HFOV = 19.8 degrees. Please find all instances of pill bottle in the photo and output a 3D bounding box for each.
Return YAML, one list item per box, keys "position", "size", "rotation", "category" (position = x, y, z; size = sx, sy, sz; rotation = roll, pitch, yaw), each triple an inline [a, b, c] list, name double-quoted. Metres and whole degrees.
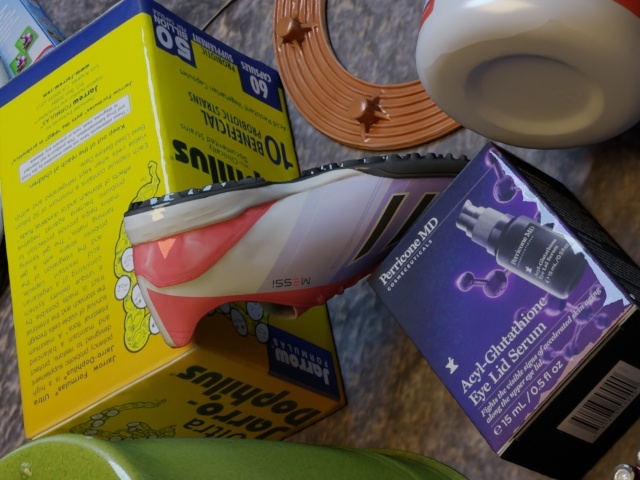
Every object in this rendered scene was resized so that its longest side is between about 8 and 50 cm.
- position: [0.183, -0.243, 1.406]
  size: [0.181, 0.181, 0.323]
  rotation: [-12, 53, 37]
  category: "pill bottle"

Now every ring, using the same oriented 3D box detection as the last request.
- position: [0.082, -0.242, 1.622]
  size: [0.336, 0.032, 0.337]
  rotation: [-18, 61, 36]
  category: "ring"

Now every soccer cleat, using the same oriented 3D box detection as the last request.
- position: [0.000, 0.000, 1.442]
  size: [0.108, 0.318, 0.116]
  rotation: [-9, 92, 61]
  category: "soccer cleat"

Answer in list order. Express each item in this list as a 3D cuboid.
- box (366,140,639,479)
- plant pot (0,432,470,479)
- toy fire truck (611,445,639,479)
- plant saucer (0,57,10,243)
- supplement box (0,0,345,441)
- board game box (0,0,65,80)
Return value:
- position: [0.158, 0.053, 1.379]
  size: [0.153, 0.108, 0.207]
  rotation: [-50, 48, 14]
  category: "box"
- position: [-0.084, 0.293, 1.319]
  size: [0.366, 0.353, 0.366]
  rotation: [-17, 63, 35]
  category: "plant pot"
- position: [0.254, 0.208, 1.272]
  size: [0.192, 0.047, 0.135]
  rotation: [-45, 50, 18]
  category: "toy fire truck"
- position: [-0.477, -0.057, 1.949]
  size: [0.400, 0.100, 0.400]
  rotation: [-16, 67, 42]
  category: "plant saucer"
- position: [-0.138, 0.002, 1.598]
  size: [0.195, 0.194, 0.357]
  rotation: [-30, 56, 29]
  category: "supplement box"
- position: [-0.342, -0.176, 1.956]
  size: [0.160, 0.039, 0.211]
  rotation: [-51, 48, 13]
  category: "board game box"
